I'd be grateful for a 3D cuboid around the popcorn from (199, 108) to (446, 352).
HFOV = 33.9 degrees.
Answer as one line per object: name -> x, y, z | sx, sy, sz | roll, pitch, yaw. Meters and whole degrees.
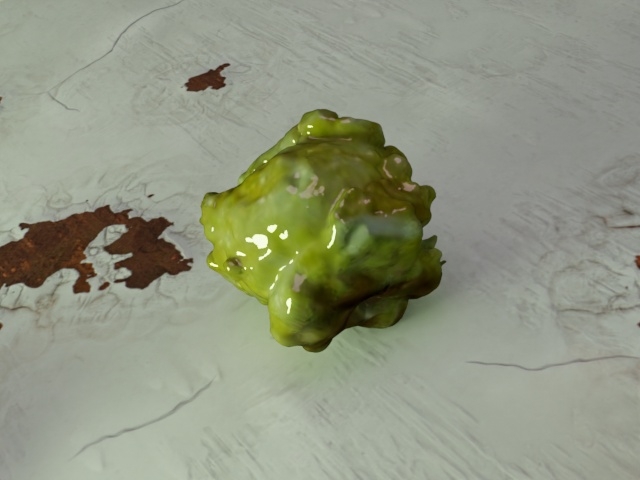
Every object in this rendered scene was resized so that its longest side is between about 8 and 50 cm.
popcorn -> 0.001, -0.014, 1.393 | 0.312, 0.312, 0.312 | -9, 40, 8
